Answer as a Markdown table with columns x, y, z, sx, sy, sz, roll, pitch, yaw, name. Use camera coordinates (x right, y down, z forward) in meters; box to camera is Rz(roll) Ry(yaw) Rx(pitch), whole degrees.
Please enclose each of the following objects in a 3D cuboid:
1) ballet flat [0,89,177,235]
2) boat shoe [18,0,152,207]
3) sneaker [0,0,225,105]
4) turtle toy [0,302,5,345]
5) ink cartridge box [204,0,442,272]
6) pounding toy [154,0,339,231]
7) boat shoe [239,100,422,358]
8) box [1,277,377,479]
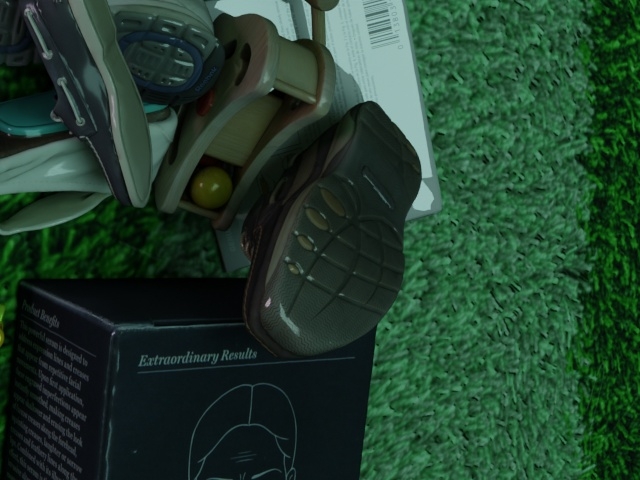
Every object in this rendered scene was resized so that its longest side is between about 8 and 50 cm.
| x | y | z | sx | sy | sz | roll | pitch | yaw | name |
| --- | --- | --- | --- | --- | --- | --- | --- | --- | --- |
| -0.303 | -0.058 | 0.891 | 0.400 | 0.139 | 0.139 | -10 | 105 | -38 | ballet flat |
| -0.193 | -0.122 | 0.866 | 0.075 | 0.065 | 0.206 | -76 | 154 | -65 | boat shoe |
| -0.231 | -0.216 | 0.926 | 0.297 | 0.129 | 0.111 | 19 | 127 | -23 | sneaker |
| -0.319 | 0.085 | 0.926 | 0.066 | 0.095 | 0.130 | 17 | 87 | -18 | turtle toy |
| -0.018 | -0.140 | 1.133 | 0.261 | 0.066 | 0.296 | -16 | 110 | -9 | ink cartridge box |
| -0.039 | -0.127 | 1.001 | 0.155 | 0.154 | 0.269 | 19 | 111 | -33 | pounding toy |
| 0.000 | 0.000 | 0.976 | 0.132 | 0.130 | 0.355 | 51 | 33 | -14 | boat shoe |
| -0.137 | 0.245 | 1.017 | 0.293 | 0.212 | 0.395 | 2 | 98 | -39 | box |
